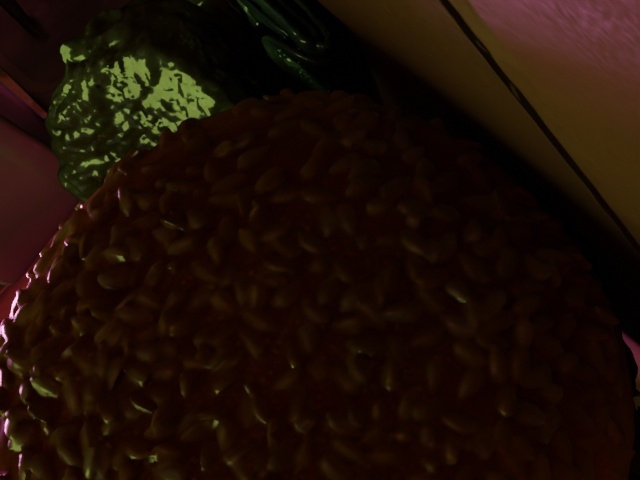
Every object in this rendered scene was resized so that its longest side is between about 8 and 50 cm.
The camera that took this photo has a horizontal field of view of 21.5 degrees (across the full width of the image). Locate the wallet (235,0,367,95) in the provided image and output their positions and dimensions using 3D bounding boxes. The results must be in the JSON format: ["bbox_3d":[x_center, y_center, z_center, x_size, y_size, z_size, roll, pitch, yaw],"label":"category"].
[{"bbox_3d":[-0.014,-0.105,0.897,0.088,0.026,0.129,43,177,17],"label":"wallet"}]

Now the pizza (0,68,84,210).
[{"bbox_3d":[-0.167,-0.084,1.546,0.392,0.080,0.435,43,-169,7],"label":"pizza"}]

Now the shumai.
[{"bbox_3d":[-0.065,-0.093,0.998,0.184,0.142,0.184,12,146,9],"label":"shumai"}]

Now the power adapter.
[{"bbox_3d":[-0.160,-0.147,1.168,0.125,0.130,0.205,40,176,42],"label":"power adapter"}]

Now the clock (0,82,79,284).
[{"bbox_3d":[-0.313,-0.102,1.124,0.338,0.102,0.338,35,-178,-1],"label":"clock"}]

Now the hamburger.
[{"bbox_3d":[0.003,0.101,0.844,0.330,0.330,0.250,42,173,30],"label":"hamburger"}]
